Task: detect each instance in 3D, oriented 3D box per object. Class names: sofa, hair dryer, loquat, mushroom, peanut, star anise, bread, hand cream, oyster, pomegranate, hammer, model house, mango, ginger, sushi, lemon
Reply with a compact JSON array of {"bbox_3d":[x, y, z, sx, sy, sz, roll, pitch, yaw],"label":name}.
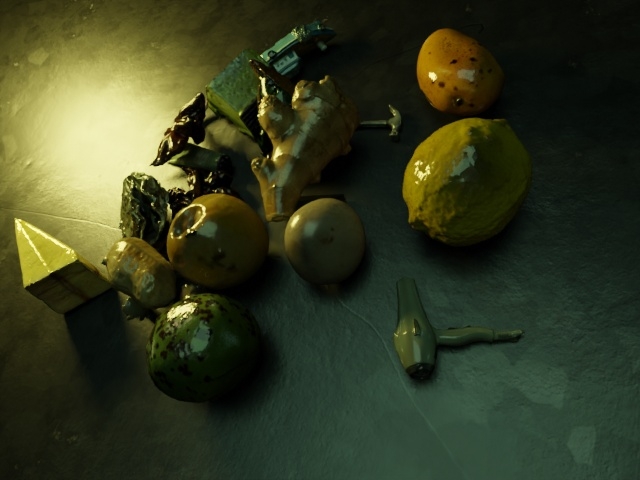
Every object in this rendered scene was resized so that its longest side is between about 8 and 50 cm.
[{"bbox_3d":[-0.012,-0.080,1.429,0.147,0.085,0.060,-3,105,13],"label":"sofa"},{"bbox_3d":[0.270,0.163,1.230,0.267,0.092,0.229,-18,53,-10],"label":"hair dryer"},{"bbox_3d":[-0.238,0.008,1.339,0.243,0.244,0.244,-6,62,12],"label":"loquat"},{"bbox_3d":[0.000,0.000,1.324,0.204,0.204,0.204,-6,62,12],"label":"mushroom"},{"bbox_3d":[-0.422,0.076,1.315,0.224,0.129,0.129,29,74,28],"label":"peanut"},{"bbox_3d":[-0.380,-0.294,1.579,0.272,0.102,0.272,-44,27,30],"label":"star anise"},{"bbox_3d":[-0.684,0.032,1.487,0.163,0.168,0.264,-27,59,-1],"label":"bread"},{"bbox_3d":[-0.345,-0.235,1.601,0.235,0.055,0.086,19,65,32],"label":"hand cream"},{"bbox_3d":[-0.468,-0.086,1.476,0.112,0.198,0.268,4,43,-31],"label":"oyster"},{"bbox_3d":[-0.258,0.220,1.233,0.254,0.254,0.271,-17,63,6],"label":"pomegranate"},{"bbox_3d":[0.101,-0.323,1.538,0.246,0.029,0.103,4,65,19],"label":"hammer"},{"bbox_3d":[-0.320,-0.112,1.489,0.220,0.126,0.190,12,71,17],"label":"star anise"},{"bbox_3d":[-0.188,-0.405,1.615,0.211,0.170,0.194,41,75,1],"label":"model house"},{"bbox_3d":[0.348,-0.440,1.460,0.190,0.160,0.291,-27,55,10],"label":"mango"},{"bbox_3d":[-0.057,-0.235,1.352,0.166,0.236,0.376,-2,46,47],"label":"ginger"},{"bbox_3d":[-0.114,-0.340,1.485,0.140,0.287,0.149,-15,16,-31],"label":"sushi"},{"bbox_3d":[0.327,-0.134,1.243,0.322,0.268,0.268,-47,61,3],"label":"lemon"}]

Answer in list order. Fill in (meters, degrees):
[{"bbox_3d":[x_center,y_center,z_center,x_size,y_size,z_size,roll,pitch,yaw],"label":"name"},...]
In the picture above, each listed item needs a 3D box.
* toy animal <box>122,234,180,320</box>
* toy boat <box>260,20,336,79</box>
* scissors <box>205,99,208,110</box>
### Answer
[{"bbox_3d":[-0.420,0.100,1.433,0.185,0.094,0.214,-19,52,0],"label":"toy animal"},{"bbox_3d":[-0.059,-0.562,1.666,0.237,0.109,0.098,-35,80,-1],"label":"toy boat"},{"bbox_3d":[-0.361,-0.386,1.681,0.176,0.085,0.022,-45,98,2],"label":"scissors"}]
